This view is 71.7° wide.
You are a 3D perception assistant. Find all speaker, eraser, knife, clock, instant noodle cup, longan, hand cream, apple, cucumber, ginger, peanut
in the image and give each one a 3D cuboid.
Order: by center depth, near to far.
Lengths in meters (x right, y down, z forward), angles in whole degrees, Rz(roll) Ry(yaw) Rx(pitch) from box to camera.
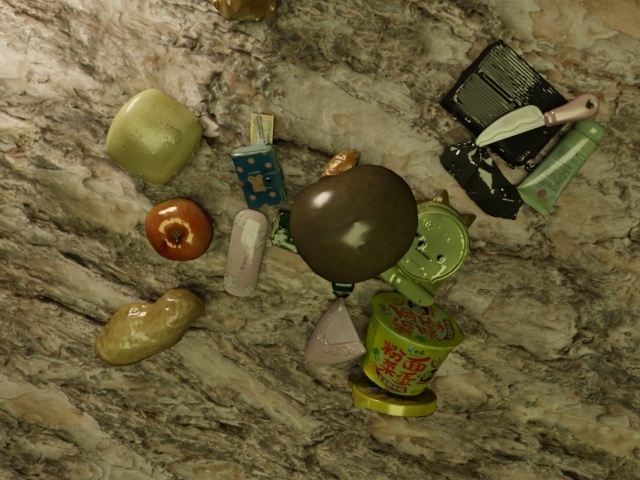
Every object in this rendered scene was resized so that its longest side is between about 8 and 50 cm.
[{"bbox_3d":[0.598,-0.340,1.234,0.336,0.043,0.081,-15,96,6],"label":"knife"},{"bbox_3d":[-0.221,-0.738,1.239,0.221,0.130,0.275,-35,96,17],"label":"ginger"},{"bbox_3d":[0.096,-0.052,1.240,0.362,0.361,0.360,0,104,0],"label":"longan"},{"bbox_3d":[0.756,-0.235,1.387,0.147,0.093,0.305,32,103,-13],"label":"hand cream"},{"bbox_3d":[-0.441,-0.035,1.387,0.210,0.164,0.209,-1,104,-3],"label":"apple"},{"bbox_3d":[0.001,-0.001,1.420,0.326,0.145,0.105,22,109,-10],"label":"cucumber"},{"bbox_3d":[0.339,0.012,1.429,0.286,0.117,0.348,38,100,-9],"label":"clock"},{"bbox_3d":[0.276,0.337,1.433,0.312,0.311,0.221,15,113,-4],"label":"instant noodle cup"},{"bbox_3d":[-0.564,0.280,1.464,0.388,0.169,0.192,-26,98,2],"label":"peanut"},{"bbox_3d":[0.240,0.498,1.467,0.294,0.277,0.071,7,91,-8],"label":"clock"},{"bbox_3d":[0.026,0.338,1.487,0.059,0.204,0.243,15,131,-46],"label":"eraser"},{"bbox_3d":[0.074,0.159,1.491,0.076,0.060,0.094,5,104,-1],"label":"speaker"}]

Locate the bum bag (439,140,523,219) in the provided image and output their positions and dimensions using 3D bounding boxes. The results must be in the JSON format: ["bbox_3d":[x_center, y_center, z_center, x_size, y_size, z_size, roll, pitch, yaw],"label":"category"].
[{"bbox_3d":[0.516,-0.185,1.389,0.326,0.079,0.142,45,133,-9],"label":"bum bag"}]

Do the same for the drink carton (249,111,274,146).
[{"bbox_3d":[-0.183,-0.311,1.377,0.071,0.056,0.165,3,104,-6],"label":"drink carton"}]

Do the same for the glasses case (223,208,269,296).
[{"bbox_3d":[-0.244,0.042,1.452,0.113,0.075,0.296,11,104,-5],"label":"glasses case"}]

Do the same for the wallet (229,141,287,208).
[{"bbox_3d":[-0.184,-0.196,1.360,0.141,0.059,0.202,-9,129,5],"label":"wallet"}]

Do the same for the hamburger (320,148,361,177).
[{"bbox_3d":[0.053,-0.211,1.388,0.102,0.087,0.175,22,105,-7],"label":"hamburger"}]

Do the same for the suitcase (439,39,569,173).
[{"bbox_3d":[0.556,-0.394,1.314,0.335,0.152,0.229,38,100,-9],"label":"suitcase"}]

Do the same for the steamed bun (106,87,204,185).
[{"bbox_3d":[-0.493,-0.304,1.319,0.232,0.166,0.273,41,100,-8],"label":"steamed bun"}]
